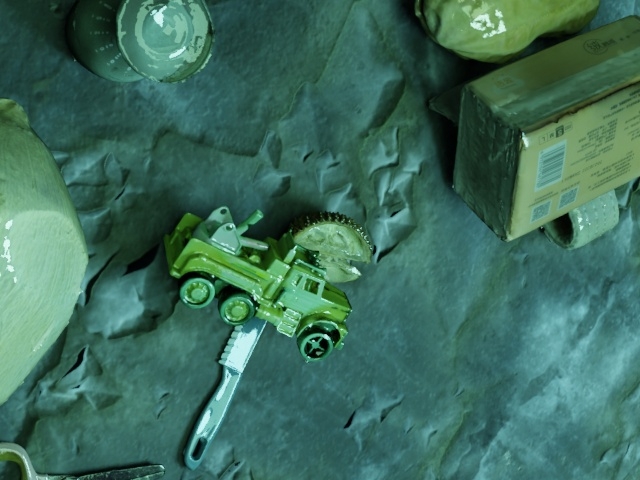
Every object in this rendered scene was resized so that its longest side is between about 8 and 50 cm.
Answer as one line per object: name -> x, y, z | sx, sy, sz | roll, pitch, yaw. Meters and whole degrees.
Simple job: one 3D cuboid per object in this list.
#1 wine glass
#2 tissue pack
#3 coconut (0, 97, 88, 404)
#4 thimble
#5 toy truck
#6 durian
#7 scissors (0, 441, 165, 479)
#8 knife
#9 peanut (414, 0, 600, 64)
wine glass -> -0.220, -0.245, 1.482 | 0.126, 0.241, 0.127 | -4, 98, -26
tissue pack -> 0.331, -0.183, 1.800 | 0.305, 0.238, 0.239 | -25, 108, -21
coconut -> -0.420, 0.009, 1.369 | 0.346, 0.346, 0.360 | 41, 82, -26
thimble -> 0.383, -0.052, 1.897 | 0.090, 0.102, 0.115 | -26, 79, -21
toy truck -> -0.066, 0.046, 1.642 | 0.259, 0.128, 0.135 | 31, 107, -25
durian -> -0.001, 0.001, 1.727 | 0.140, 0.071, 0.111 | 5, 120, -12
scissors -> -0.351, 0.325, 1.628 | 0.317, 0.024, 0.160 | -6, 99, -26
knife -> -0.118, 0.167, 1.727 | 0.044, 0.019, 0.313 | 29, 83, -25
peanut -> 0.273, -0.334, 1.776 | 0.313, 0.149, 0.149 | -22, 107, -31
